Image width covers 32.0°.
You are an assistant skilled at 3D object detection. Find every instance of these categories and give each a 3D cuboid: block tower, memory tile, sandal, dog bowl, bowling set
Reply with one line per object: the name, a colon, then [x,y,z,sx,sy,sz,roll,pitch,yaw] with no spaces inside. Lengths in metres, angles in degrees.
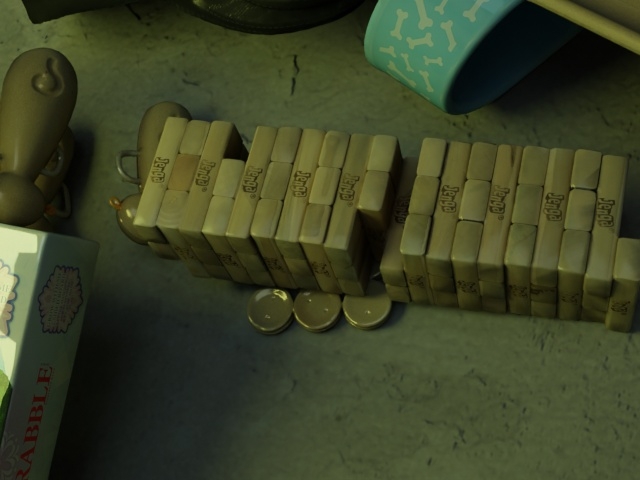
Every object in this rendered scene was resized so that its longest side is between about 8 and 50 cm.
block tower: [0.050,-0.015,0.772,0.335,0.091,0.097,8,67,15]
memory tile: [0.000,0.000,0.840,0.113,0.012,0.148,-5,64,15]
sandal: [-0.053,-0.220,0.877,0.446,0.107,0.167,-3,30,40]
dog bowl: [0.168,-0.204,0.808,0.297,0.166,0.074,-39,72,-4]
bowling set: [-0.255,-0.050,0.876,0.200,0.287,0.154,-38,38,48]

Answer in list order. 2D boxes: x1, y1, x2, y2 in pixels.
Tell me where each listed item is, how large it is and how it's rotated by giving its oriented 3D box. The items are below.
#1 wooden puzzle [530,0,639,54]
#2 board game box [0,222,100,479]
wooden puzzle: [0.271,-0.176,0.654,0.239,0.044,0.221,-39,41,-5]
board game box: [-0.331,0.125,0.764,0.319,0.066,0.318,10,86,22]
